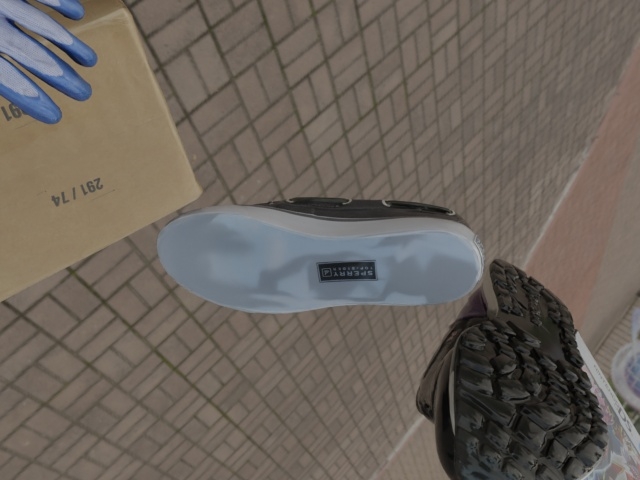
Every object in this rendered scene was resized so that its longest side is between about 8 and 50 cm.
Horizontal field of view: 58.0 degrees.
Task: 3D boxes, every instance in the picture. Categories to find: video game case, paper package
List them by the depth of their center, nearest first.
[{"bbox_3d":[-0.346,-0.123,0.683,0.324,0.168,0.310,-30,144,-16],"label":"paper package"},{"bbox_3d":[0.388,0.296,0.848,0.274,0.248,0.035,-25,174,-47],"label":"video game case"}]

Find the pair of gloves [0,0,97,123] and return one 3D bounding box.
[{"bbox_3d":[-0.145,-0.148,0.246,0.159,0.023,0.198,30,78,-49],"label":"pair of gloves"}]

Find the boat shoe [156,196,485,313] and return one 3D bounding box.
[{"bbox_3d":[0.000,0.000,0.422,0.076,0.228,0.080,-70,156,-64],"label":"boat shoe"}]

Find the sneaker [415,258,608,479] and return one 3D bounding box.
[{"bbox_3d":[0.125,0.120,0.431,0.124,0.107,0.283,-57,169,24],"label":"sneaker"}]
